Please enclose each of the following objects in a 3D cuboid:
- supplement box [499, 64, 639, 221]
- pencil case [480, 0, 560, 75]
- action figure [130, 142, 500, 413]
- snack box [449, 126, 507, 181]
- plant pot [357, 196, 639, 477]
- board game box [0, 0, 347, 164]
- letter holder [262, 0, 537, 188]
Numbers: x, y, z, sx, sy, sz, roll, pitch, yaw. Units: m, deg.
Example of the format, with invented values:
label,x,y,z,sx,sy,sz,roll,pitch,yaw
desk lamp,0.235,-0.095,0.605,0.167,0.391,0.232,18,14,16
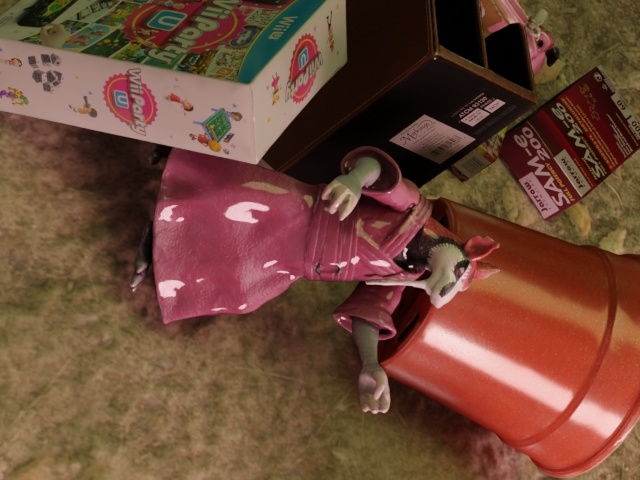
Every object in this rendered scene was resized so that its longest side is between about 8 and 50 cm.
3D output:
label,x,y,z,sx,sy,sz,roll,pitch,yaw
supplement box,0.342,-0.135,2.355,0.130,0.073,0.239,54,41,-1
pencil case,0.131,-0.342,2.090,0.386,0.167,0.160,58,11,-3
action figure,0.000,0.000,1.786,0.370,0.248,0.276,7,27,-3
snack box,0.149,-0.205,2.218,0.207,0.070,0.174,38,44,-17
plant pot,0.200,0.092,1.935,0.265,0.272,0.272,24,49,-21
board game box,-0.154,-0.194,1.757,0.303,0.097,0.224,12,37,20
letter holder,0.075,-0.187,1.954,0.152,0.302,0.214,21,50,-33
